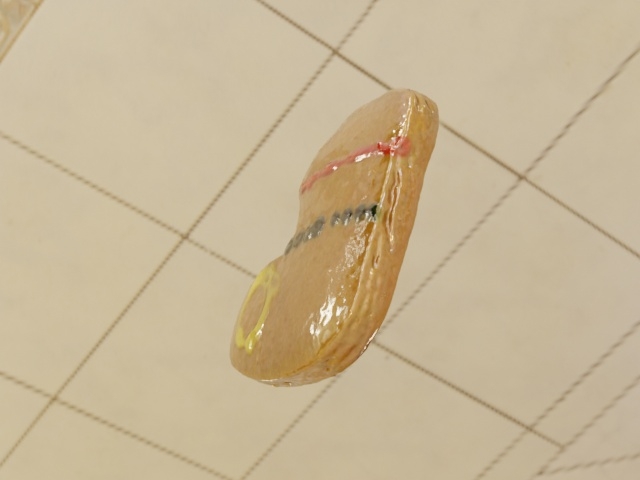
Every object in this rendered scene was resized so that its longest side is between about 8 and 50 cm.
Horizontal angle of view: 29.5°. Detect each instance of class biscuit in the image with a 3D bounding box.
[{"bbox_3d":[-0.002,-0.001,1.118,0.052,0.262,0.277,23,75,-23],"label":"biscuit"}]
